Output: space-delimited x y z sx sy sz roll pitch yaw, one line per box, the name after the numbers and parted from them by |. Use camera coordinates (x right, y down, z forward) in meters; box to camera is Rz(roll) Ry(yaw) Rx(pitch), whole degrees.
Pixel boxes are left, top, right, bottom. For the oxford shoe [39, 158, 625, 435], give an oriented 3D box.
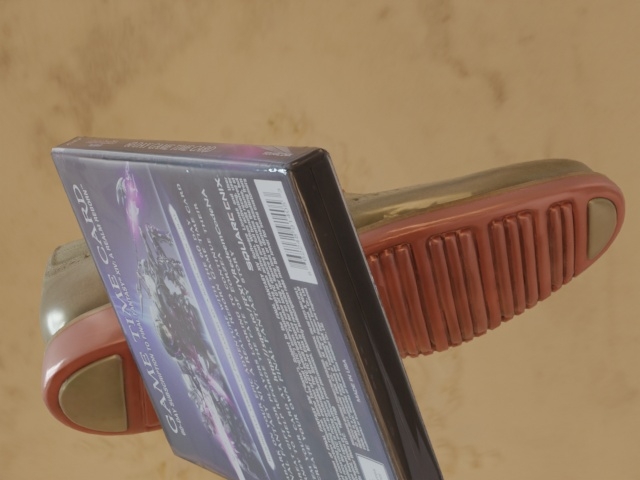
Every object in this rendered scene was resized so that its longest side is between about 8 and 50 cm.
0.000 0.000 1.013 0.397 0.140 0.146 -14 -130 -4 | oxford shoe

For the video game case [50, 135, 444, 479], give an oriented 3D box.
-0.042 0.044 0.751 0.026 0.274 0.196 -27 -73 -24 | video game case
